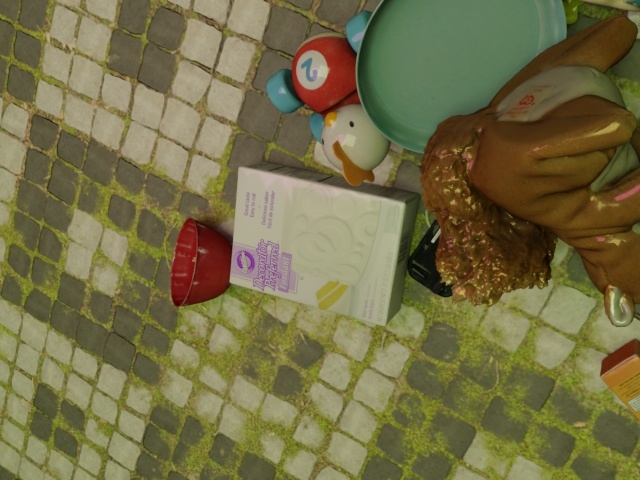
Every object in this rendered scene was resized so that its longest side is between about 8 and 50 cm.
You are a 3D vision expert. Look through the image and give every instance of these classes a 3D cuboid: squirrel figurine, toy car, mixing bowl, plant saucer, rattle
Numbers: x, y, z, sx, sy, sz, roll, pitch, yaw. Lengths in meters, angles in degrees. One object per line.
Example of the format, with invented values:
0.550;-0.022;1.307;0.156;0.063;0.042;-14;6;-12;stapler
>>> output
0.356;-0.049;1.031;0.397;0.281;0.370;-23;121;30;squirrel figurine
0.042;-0.199;1.129;0.219;0.238;0.210;-27;134;33;toy car
-0.230;0.049;1.404;0.098;0.181;0.181;9;114;-25;mixing bowl
0.204;-0.273;1.031;0.317;0.044;0.318;-6;129;-7;plant saucer
0.401;-0.317;1.017;0.199;0.130;0.143;30;104;29;rattle

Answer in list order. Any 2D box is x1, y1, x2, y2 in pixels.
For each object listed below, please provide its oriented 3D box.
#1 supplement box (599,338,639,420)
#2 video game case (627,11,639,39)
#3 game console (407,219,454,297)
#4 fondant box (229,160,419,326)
0.568;0.280;1.144;0.233;0.078;0.080;48;117;6;supplement box
0.560;-0.402;0.994;0.206;0.026;0.227;8;106;22;video game case
0.264;-0.065;1.207;0.213;0.044;0.361;37;115;13;game console
0.000;0.000;1.311;0.330;0.096;0.238;14;109;21;fondant box
